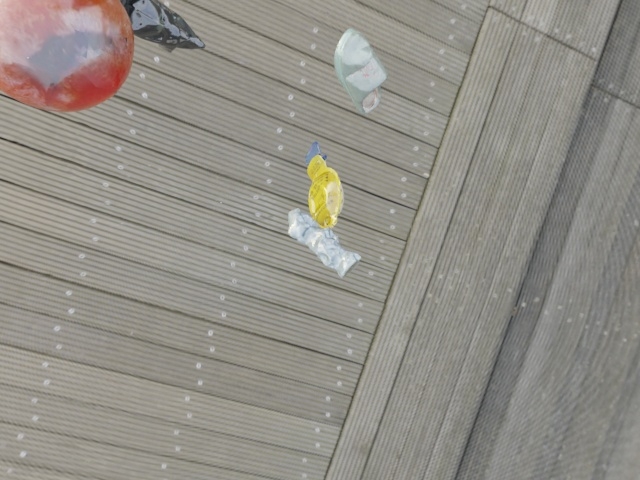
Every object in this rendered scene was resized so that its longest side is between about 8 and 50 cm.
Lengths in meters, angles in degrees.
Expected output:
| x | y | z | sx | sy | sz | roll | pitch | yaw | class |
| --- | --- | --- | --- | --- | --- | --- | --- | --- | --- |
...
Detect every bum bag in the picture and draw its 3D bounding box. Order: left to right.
| x | y | z | sx | sy | sz | roll | pitch | yaw | class |
| --- | --- | --- | --- | --- | --- | --- | --- | --- | --- |
| -0.367 | -0.445 | 0.912 | 0.143 | 0.340 | 0.095 | 23 | 98 | 31 | bum bag |

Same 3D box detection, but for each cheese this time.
| x | y | z | sx | sy | sz | roll | pitch | yaw | class |
| --- | --- | --- | --- | --- | --- | --- | --- | --- | --- |
| 0.005 | -0.138 | 1.202 | 0.064 | 0.156 | 0.250 | 1 | 60 | -29 | cheese |

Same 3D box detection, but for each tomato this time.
| x | y | z | sx | sy | sz | roll | pitch | yaw | class |
| --- | --- | --- | --- | --- | --- | --- | --- | --- | --- |
| -0.366 | -0.280 | 0.658 | 0.184 | 0.208 | 0.208 | 37 | 86 | 20 | tomato |

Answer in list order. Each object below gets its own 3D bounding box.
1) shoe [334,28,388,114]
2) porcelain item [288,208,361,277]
| x | y | z | sx | sy | sz | roll | pitch | yaw | class |
| --- | --- | --- | --- | --- | --- | --- | --- | --- | --- |
| 0.115 | -0.414 | 1.207 | 0.100 | 0.251 | 0.103 | 31 | 77 | 31 | shoe |
| 0.000 | 0.000 | 0.456 | 0.083 | 0.036 | 0.028 | 40 | 110 | 12 | porcelain item |
